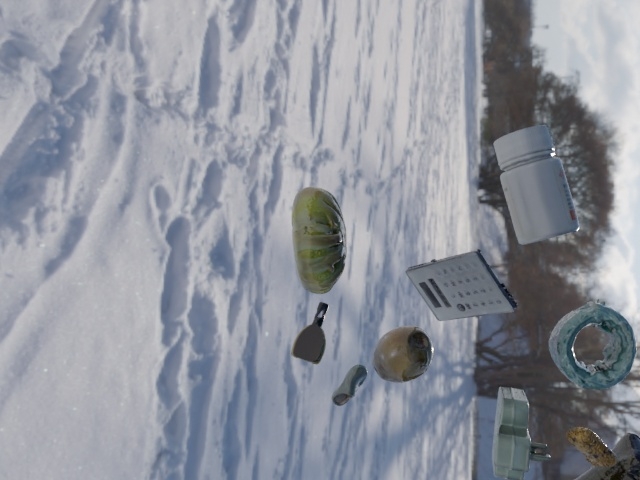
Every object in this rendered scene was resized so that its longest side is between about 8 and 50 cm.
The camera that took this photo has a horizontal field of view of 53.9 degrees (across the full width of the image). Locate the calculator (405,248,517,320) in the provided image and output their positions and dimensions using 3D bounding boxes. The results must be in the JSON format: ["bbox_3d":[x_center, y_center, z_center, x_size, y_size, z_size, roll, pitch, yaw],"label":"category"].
[{"bbox_3d":[0.307,0.107,1.422,0.021,0.261,0.161,-40,98,-30],"label":"calculator"}]

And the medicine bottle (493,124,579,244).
[{"bbox_3d":[0.489,-0.125,1.438,0.144,0.144,0.252,-6,80,-75],"label":"medicine bottle"}]

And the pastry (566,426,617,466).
[{"bbox_3d":[0.721,0.548,1.671,0.140,0.080,0.056,46,50,-21],"label":"pastry"}]

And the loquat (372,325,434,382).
[{"bbox_3d":[0.266,0.370,2.027,0.227,0.179,0.179,126,-18,-48],"label":"loquat"}]

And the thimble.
[{"bbox_3d":[0.719,0.272,1.665,0.143,0.198,0.235,15,87,-78],"label":"thimble"}]

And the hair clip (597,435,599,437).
[{"bbox_3d":[1.037,0.798,2.280,0.033,0.060,0.189,74,-6,-55],"label":"hair clip"}]

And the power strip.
[{"bbox_3d":[0.555,0.555,1.760,0.261,0.141,0.230,-11,105,-77],"label":"power strip"}]

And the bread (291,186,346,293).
[{"bbox_3d":[0.000,0.000,1.238,0.213,0.104,0.214,-5,90,-90],"label":"bread"}]

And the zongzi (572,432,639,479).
[{"bbox_3d":[0.987,0.876,1.983,0.432,0.403,0.208,39,22,-7],"label":"zongzi"}]

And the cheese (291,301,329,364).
[{"bbox_3d":[-0.016,0.241,1.670,0.036,0.086,0.163,61,46,-71],"label":"cheese"}]

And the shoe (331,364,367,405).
[{"bbox_3d":[0.114,0.557,2.360,0.079,0.195,0.078,30,19,-25],"label":"shoe"}]
